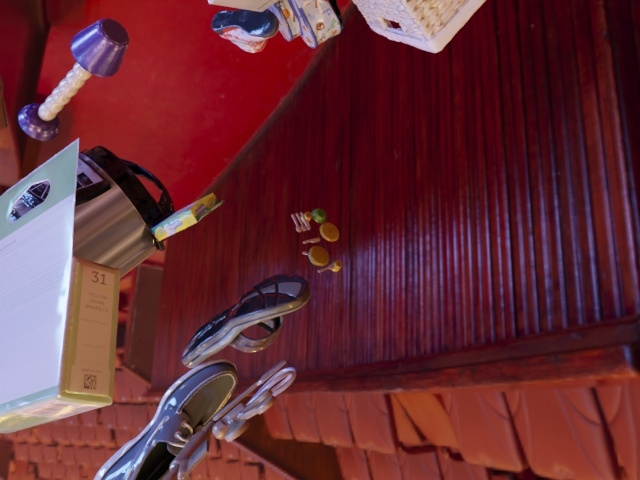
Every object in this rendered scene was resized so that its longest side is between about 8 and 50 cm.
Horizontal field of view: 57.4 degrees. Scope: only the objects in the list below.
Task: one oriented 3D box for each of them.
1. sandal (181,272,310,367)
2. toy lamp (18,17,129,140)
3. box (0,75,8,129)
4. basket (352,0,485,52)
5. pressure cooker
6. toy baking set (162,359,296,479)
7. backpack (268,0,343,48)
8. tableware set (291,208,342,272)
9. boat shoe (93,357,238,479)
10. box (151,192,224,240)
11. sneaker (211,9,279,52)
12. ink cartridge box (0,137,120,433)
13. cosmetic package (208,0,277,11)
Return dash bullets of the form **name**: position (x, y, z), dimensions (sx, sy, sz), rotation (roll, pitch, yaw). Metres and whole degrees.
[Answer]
- **sandal**: position (-0.124, 0.151, 1.028), dimensions (0.303, 0.120, 0.086), rotation (-34, 106, 31)
- **toy lamp**: position (-0.398, -0.255, 0.941), dimensions (0.080, 0.080, 0.275), rotation (18, 144, -41)
- **box**: position (-0.788, -0.367, 1.156), dimensions (0.381, 0.191, 0.143), rotation (32, -139, 26)
- **basket**: position (0.230, -0.673, 1.378), dimensions (0.266, 0.331, 0.328), rotation (35, -172, -37)
- **pressure cooker**: position (-0.650, -0.067, 1.692), dimensions (0.369, 0.420, 0.376), rotation (55, 155, -12)
- **toy baking set**: position (-0.122, 0.261, 0.843), dimensions (0.197, 0.030, 0.256), rotation (-36, -178, 13)
- **backpack**: position (-0.051, -0.719, 1.775), dimensions (0.213, 0.276, 0.263), rotation (-34, 110, 9)
- **tableware set**: position (0.000, 0.000, 1.279), dimensions (0.104, 0.154, 0.024), rotation (-15, 160, -35)
- **boat shoe**: position (-0.249, 0.346, 1.013), dimensions (0.099, 0.319, 0.116), rotation (30, 161, 49)
- **box**: position (-0.330, -0.062, 1.462), dimensions (0.179, 0.043, 0.105), rotation (-20, -163, 34)
- **sneaker**: position (-0.189, -0.625, 1.747), dimensions (0.270, 0.090, 0.145), rotation (17, 180, 37)
- **ink cartridge box**: position (-0.257, 0.045, 0.542), dimensions (0.171, 0.235, 0.056), rotation (-22, 149, 32)
- **cosmetic package**: position (-0.211, -0.729, 1.496), dimensions (0.138, 0.224, 0.225), rotation (-20, -178, 33)
